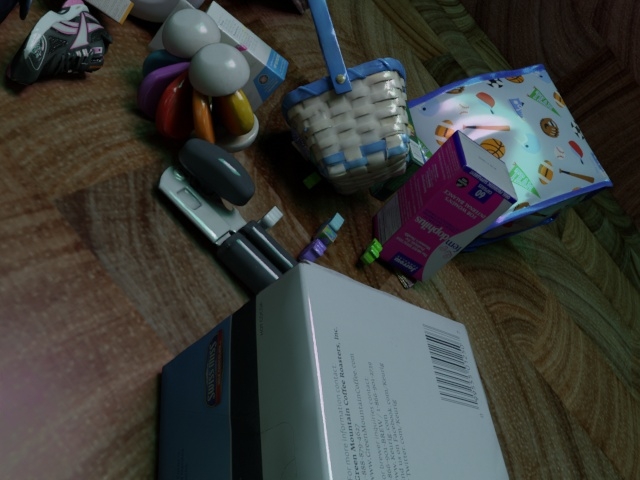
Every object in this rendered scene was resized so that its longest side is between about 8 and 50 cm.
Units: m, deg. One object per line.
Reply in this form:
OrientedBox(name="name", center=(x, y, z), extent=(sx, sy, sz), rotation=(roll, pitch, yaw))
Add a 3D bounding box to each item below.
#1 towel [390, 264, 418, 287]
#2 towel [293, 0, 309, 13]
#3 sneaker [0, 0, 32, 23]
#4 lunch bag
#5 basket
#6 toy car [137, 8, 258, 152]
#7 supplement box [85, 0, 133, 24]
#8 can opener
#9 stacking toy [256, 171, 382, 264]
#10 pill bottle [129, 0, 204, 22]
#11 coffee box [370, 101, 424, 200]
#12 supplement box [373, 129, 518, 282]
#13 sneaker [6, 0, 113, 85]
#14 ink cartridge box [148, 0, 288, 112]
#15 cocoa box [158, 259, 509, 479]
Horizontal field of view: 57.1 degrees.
OrientedBox(name="towel", center=(0.152, 0.048, 1.030), extent=(0.060, 0.009, 0.083), rotation=(56, 34, 7))
OrientedBox(name="towel", center=(-0.114, -0.632, 1.148), extent=(0.317, 0.053, 0.332), rotation=(62, 9, -3))
OrientedBox(name="sneaker", center=(-0.341, -0.362, 0.625), extent=(0.130, 0.236, 0.323), rotation=(25, 43, -34))
OrientedBox(name="lunch bag", center=(0.356, -0.167, 1.256), extent=(0.385, 0.239, 0.328), rotation=(-17, 73, -30))
OrientedBox(name="basket", center=(0.036, -0.232, 0.936), extent=(0.255, 0.201, 0.289), rotation=(33, 44, -80))
OrientedBox(name="toy car", center=(-0.170, -0.195, 0.775), extent=(0.136, 0.159, 0.182), rotation=(-29, 62, -15))
OrientedBox(name="supplement box", center=(-0.305, -0.334, 0.776), extent=(0.062, 0.036, 0.098), rotation=(37, 6, 27))
OrientedBox(name="can opener", center=(-0.080, -0.005, 0.728), extent=(0.283, 0.095, 0.076), rotation=(44, 35, 0))
OrientedBox(name="stacking toy", center=(0.000, 0.000, 0.866), extent=(0.167, 0.052, 0.221), rotation=(49, 32, -7))
OrientedBox(name="pill bottle", center=(-0.231, -0.490, 0.919), extent=(0.181, 0.181, 0.323), rotation=(33, 38, -26))
OrientedBox(name="coffee box", center=(0.133, -0.179, 1.123), extent=(0.040, 0.113, 0.184), rotation=(23, 42, -34))
OrientedBox(name="supplement box", center=(0.197, -0.051, 0.971), extent=(0.111, 0.220, 0.114), rotation=(29, 36, -19))
OrientedBox(name="sneaker", center=(-0.299, -0.231, 0.705), extent=(0.077, 0.072, 0.178), rotation=(38, 38, -22))
OrientedBox(name="ink cartridge box", center=(-0.152, -0.279, 0.887), extent=(0.181, 0.104, 0.062), rotation=(35, 37, -24))
OrientedBox(name="cocoa box", center=(0.012, 0.241, 0.497), extent=(0.231, 0.228, 0.347), rotation=(23, 44, -36))
